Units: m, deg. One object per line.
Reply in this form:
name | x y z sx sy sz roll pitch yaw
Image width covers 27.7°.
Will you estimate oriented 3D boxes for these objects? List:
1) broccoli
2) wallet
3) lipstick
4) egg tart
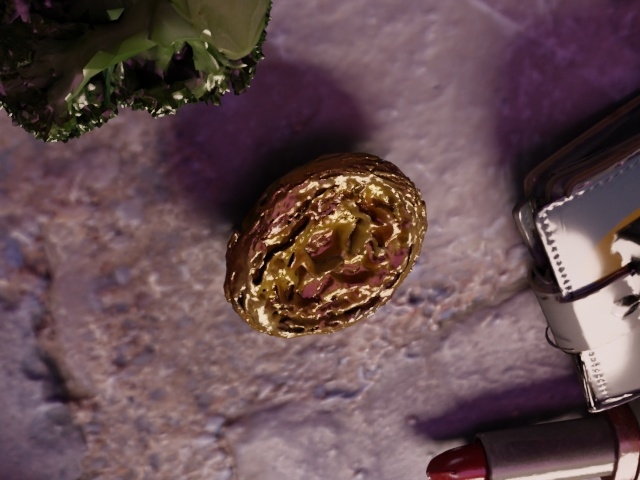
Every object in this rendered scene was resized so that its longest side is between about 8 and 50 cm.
broccoli | -0.081 -0.130 0.563 0.195 0.156 0.195 -24 123 -44
wallet | 0.216 0.012 0.824 0.170 0.069 0.231 -29 130 -5
lipstick | 0.161 0.147 0.911 0.186 0.057 0.063 -6 126 -10
egg tart | 0.000 0.000 0.746 0.128 0.049 0.129 -14 129 -18
